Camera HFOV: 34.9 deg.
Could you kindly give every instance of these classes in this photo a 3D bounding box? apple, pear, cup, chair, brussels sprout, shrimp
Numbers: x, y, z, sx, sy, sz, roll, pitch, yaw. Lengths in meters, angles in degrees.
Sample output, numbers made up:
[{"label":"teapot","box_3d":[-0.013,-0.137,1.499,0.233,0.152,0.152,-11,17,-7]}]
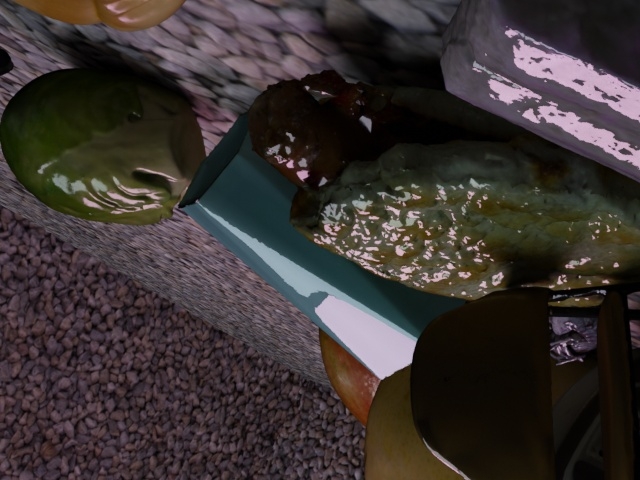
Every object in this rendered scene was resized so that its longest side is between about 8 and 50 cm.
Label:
[{"label":"apple","box_3d":[0.158,0.192,1.427,0.346,0.254,0.179,30,-151,-18]},{"label":"pear","box_3d":[0.191,0.237,1.141,0.309,0.309,0.309,25,169,5]},{"label":"cup","box_3d":[0.000,0.000,0.874,0.235,0.148,0.134,34,164,-17]},{"label":"chair","box_3d":[0.194,0.106,0.649,0.247,0.159,0.172,-4,158,14]},{"label":"brussels sprout","box_3d":[-0.199,-0.083,0.918,0.180,0.144,0.161,-8,131,29]},{"label":"shrimp","box_3d":[0.227,0.085,0.961,0.065,0.057,0.165,12,161,-9]}]

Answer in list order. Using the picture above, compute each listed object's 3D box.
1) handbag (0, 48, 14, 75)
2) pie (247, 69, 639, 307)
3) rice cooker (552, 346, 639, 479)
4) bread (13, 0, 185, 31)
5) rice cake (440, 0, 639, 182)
[{"label":"handbag","box_3d":[-0.442,-0.154,0.830,0.325,0.269,0.118,13,119,42]},{"label":"pie","box_3d":[0.099,-0.016,0.666,0.257,0.105,0.274,12,166,17]},{"label":"rice cooker","box_3d":[0.347,0.268,0.828,0.325,0.335,0.335,19,167,47]},{"label":"bread","box_3d":[-0.180,-0.194,0.411,0.311,0.121,0.173,26,172,-2]},{"label":"rice cake","box_3d":[0.196,-0.040,0.462,0.298,0.050,0.106,26,169,0]}]
